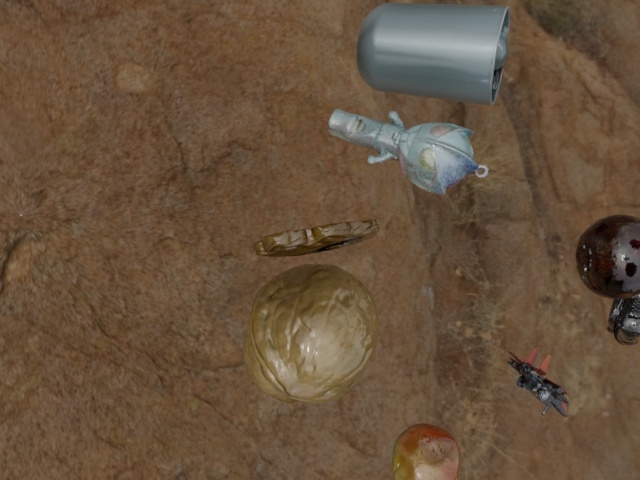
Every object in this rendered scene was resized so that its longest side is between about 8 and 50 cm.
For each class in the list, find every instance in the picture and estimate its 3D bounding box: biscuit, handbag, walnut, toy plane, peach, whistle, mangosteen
[{"bbox_3d":[0.000,0.000,1.068,0.290,0.209,0.041,-6,84,-55],"label":"biscuit"},{"bbox_3d":[0.770,0.113,1.407,0.244,0.088,0.274,34,73,-59],"label":"handbag"},{"bbox_3d":[-0.019,0.187,1.169,0.313,0.278,0.251,-64,139,-54],"label":"walnut"},{"bbox_3d":[0.400,0.269,1.038,0.061,0.130,0.189,-39,117,-14],"label":"toy plane"},{"bbox_3d":[0.316,0.678,1.736,0.214,0.214,0.235,28,42,-25],"label":"peach"},{"bbox_3d":[0.179,-0.194,1.202,0.134,0.347,0.142,-12,121,-66],"label":"whistle"},{"bbox_3d":[0.581,0.033,1.099,0.184,0.172,0.172,9,88,14],"label":"mangosteen"}]

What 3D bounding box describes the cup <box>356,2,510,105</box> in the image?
[{"bbox_3d":[0.251,-0.422,1.299,0.205,0.313,0.205,12,90,-70],"label":"cup"}]
